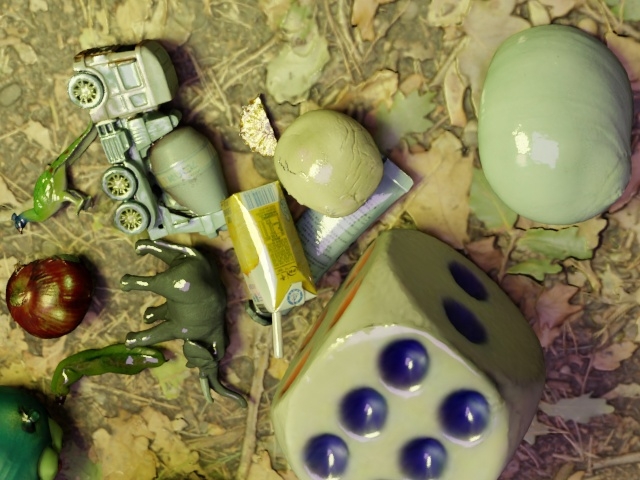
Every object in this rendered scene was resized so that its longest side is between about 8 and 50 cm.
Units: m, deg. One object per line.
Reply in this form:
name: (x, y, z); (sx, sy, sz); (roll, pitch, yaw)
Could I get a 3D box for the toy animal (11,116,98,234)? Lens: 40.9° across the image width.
toy animal: (-0.319, -0.080, 1.110); (0.075, 0.041, 0.217); (43, 109, 1)

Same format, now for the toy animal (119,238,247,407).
toy animal: (-0.182, 0.114, 1.131); (0.137, 0.082, 0.269); (0, 120, 14)

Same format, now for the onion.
onion: (-0.361, 0.076, 1.140); (0.117, 0.118, 0.119); (-15, 109, 41)

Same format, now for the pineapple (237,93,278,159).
pineapple: (-0.077, -0.133, 1.048); (0.045, 0.019, 0.083); (-21, 105, 13)

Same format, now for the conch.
conch: (0.263, -0.124, 0.937); (0.185, 0.121, 0.221); (-22, 102, -11)

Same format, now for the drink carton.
drink carton: (-0.053, 0.035, 1.015); (0.074, 0.084, 0.200); (-21, 93, -23)

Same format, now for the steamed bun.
steamed bun: (0.004, -0.095, 0.987); (0.112, 0.091, 0.130); (-50, 61, 15)

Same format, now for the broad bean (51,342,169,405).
broad bean: (-0.304, 0.175, 1.202); (0.195, 0.046, 0.061); (-23, 97, 17)

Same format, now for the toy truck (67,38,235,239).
toy truck: (-0.197, -0.116, 1.038); (0.140, 0.108, 0.257); (-14, 110, 3)

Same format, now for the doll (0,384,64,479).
doll: (-0.495, 0.328, 1.218); (0.322, 0.198, 0.186); (-42, 124, 20)

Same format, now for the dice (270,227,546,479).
dice: (0.098, 0.163, 0.999); (0.243, 0.251, 0.259); (36, 114, -4)

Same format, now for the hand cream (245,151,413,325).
hand cream: (0.000, 0.000, 1.066); (0.091, 0.058, 0.271); (41, 110, 8)
